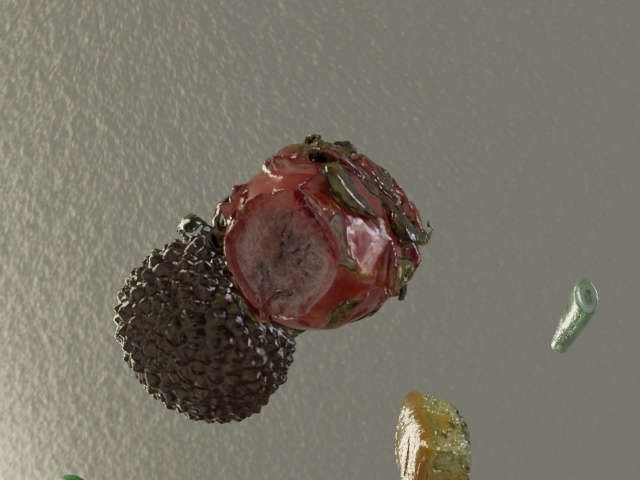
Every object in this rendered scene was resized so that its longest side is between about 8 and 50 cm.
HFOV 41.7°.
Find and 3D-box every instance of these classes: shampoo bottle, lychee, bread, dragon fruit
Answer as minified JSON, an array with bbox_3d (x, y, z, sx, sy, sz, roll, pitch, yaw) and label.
[{"bbox_3d":[0.445,0.142,1.483,0.041,0.069,0.190,-3,-33,-1],"label":"shampoo bottle"},{"bbox_3d":[-0.179,0.148,1.385,0.330,0.306,0.306,32,-78,-26],"label":"lychee"},{"bbox_3d":[0.206,0.400,1.584,0.121,0.245,0.174,11,-69,-11],"label":"bread"},{"bbox_3d":[0.000,0.000,1.124,0.269,0.291,0.250,-35,-93,21],"label":"dragon fruit"}]

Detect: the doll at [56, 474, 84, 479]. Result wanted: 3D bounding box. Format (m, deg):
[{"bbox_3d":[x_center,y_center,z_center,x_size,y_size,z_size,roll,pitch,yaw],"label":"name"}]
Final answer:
[{"bbox_3d":[-0.175,0.360,0.783,0.160,0.182,0.363,-28,-54,34],"label":"doll"}]
